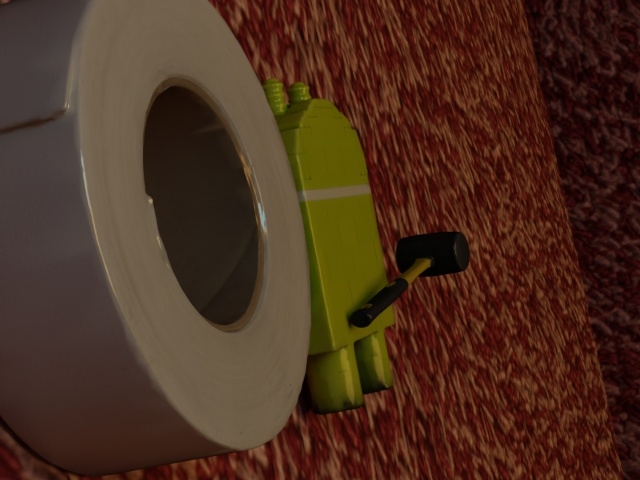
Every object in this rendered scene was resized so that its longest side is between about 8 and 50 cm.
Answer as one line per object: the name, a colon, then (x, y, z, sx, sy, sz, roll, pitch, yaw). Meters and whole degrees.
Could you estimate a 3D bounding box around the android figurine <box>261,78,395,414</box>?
android figurine: (0.000, 0.000, 1.123, 0.248, 0.056, 0.273, -17, 94, -70)

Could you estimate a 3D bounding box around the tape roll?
tape roll: (-0.106, -0.012, 0.786, 0.286, 0.100, 0.286, -12, 90, -70)

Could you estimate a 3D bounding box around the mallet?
mallet: (0.079, 0.033, 1.149, 0.189, 0.062, 0.039, -44, 123, -66)
